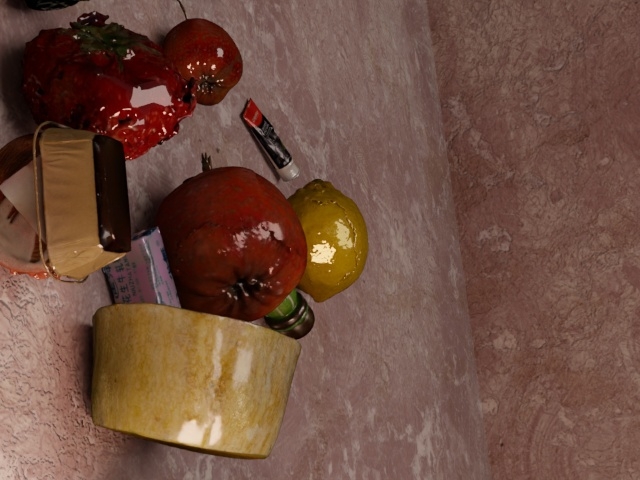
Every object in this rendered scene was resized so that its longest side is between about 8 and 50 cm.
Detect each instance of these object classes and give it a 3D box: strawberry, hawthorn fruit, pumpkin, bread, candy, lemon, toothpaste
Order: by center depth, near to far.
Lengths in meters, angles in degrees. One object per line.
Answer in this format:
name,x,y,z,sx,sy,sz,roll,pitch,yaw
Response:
bread,-0.373,-0.050,1.645,0.142,0.212,0.224,15,68,-70
pumpkin,-0.203,0.226,1.795,0.332,0.332,0.199,41,54,-55
strawberry,-0.331,-0.217,1.842,0.274,0.274,0.220,-52,163,-61
candy,-0.289,0.067,1.929,0.073,0.092,0.160,-30,106,-68
hawthorn fruit,-0.167,-0.020,2.070,0.276,0.276,0.307,42,30,-54
hawthorn fruit,-0.231,-0.355,2.233,0.162,0.163,0.203,50,18,-47
lemon,0.000,0.000,2.496,0.204,0.204,0.260,-1,88,-66
toothpaste,-0.110,-0.211,2.546,0.193,0.045,0.071,58,29,-27

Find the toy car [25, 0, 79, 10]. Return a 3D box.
toy car,-0.409,-0.475,1.766,0.359,0.176,0.213,1,76,-66

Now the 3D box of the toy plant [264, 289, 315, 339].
toy plant,-0.080,0.128,2.379,0.162,0.093,0.092,55,32,-41
